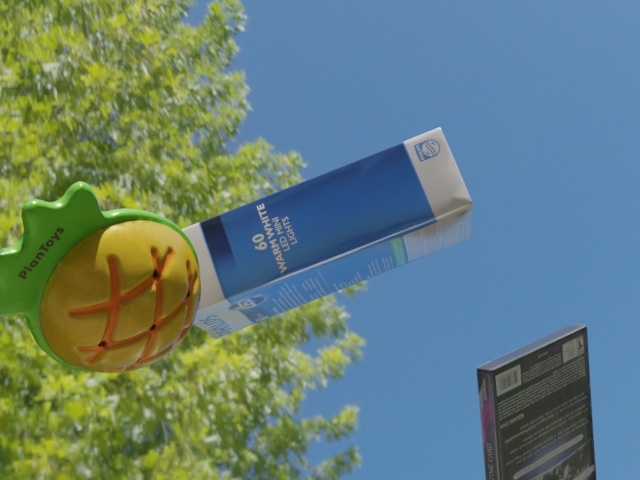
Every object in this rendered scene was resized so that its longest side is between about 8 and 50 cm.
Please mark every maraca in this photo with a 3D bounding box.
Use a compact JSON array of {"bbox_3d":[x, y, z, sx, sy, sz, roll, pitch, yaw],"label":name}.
[{"bbox_3d":[-0.153,0.030,0.741,0.127,0.099,0.185,-55,-37,-3],"label":"maraca"}]

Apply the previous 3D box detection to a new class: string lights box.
[{"bbox_3d":[0.000,0.000,0.939,0.259,0.133,0.077,-21,-105,1],"label":"string lights box"}]

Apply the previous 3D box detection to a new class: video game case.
[{"bbox_3d":[0.258,0.253,1.239,0.196,0.026,0.274,-15,-76,-43],"label":"video game case"}]
